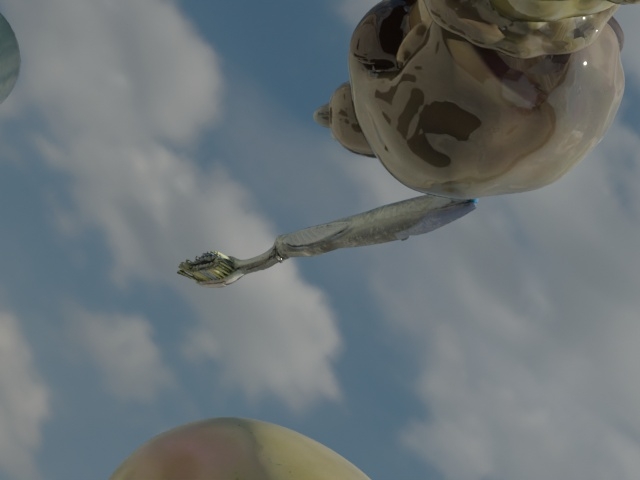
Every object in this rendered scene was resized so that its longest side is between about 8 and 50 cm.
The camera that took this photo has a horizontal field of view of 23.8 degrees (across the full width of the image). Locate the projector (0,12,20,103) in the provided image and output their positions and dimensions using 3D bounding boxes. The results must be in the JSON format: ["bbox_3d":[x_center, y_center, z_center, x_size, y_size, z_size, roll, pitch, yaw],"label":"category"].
[{"bbox_3d":[-0.319,-0.100,1.083,0.108,0.337,0.108,3,-71,8],"label":"projector"}]

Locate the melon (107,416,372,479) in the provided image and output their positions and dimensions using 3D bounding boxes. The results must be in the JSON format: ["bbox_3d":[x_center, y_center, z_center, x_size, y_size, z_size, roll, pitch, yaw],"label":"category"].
[{"bbox_3d":[-0.030,0.251,1.018,0.317,0.223,0.223,44,-27,44],"label":"melon"}]

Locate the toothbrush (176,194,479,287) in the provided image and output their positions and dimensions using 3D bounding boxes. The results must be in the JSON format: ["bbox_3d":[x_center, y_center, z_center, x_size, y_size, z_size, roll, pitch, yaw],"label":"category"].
[{"bbox_3d":[0.000,0.000,1.458,0.042,0.035,0.413,25,-27,-36],"label":"toothbrush"}]

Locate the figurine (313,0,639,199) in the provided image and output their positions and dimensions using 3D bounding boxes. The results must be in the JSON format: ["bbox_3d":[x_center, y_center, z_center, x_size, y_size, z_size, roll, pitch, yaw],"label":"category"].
[{"bbox_3d":[0.144,-0.153,1.148,0.380,0.248,0.203,122,-51,-71],"label":"figurine"}]
